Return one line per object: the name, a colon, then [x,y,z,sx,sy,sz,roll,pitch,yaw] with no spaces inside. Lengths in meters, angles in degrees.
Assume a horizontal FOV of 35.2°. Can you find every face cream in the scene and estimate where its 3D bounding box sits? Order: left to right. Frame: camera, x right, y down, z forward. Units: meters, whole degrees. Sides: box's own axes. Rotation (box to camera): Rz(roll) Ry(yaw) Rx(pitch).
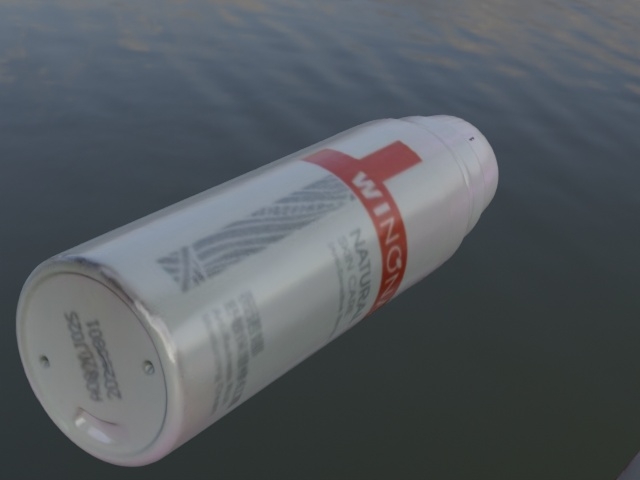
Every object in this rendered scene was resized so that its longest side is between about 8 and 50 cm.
face cream: [0.000,0.000,0.547,0.102,0.102,0.345,22,30,27]

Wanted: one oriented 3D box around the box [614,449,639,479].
box: [0.238,0.228,0.317,0.312,0.314,0.300,28,23,-6]
